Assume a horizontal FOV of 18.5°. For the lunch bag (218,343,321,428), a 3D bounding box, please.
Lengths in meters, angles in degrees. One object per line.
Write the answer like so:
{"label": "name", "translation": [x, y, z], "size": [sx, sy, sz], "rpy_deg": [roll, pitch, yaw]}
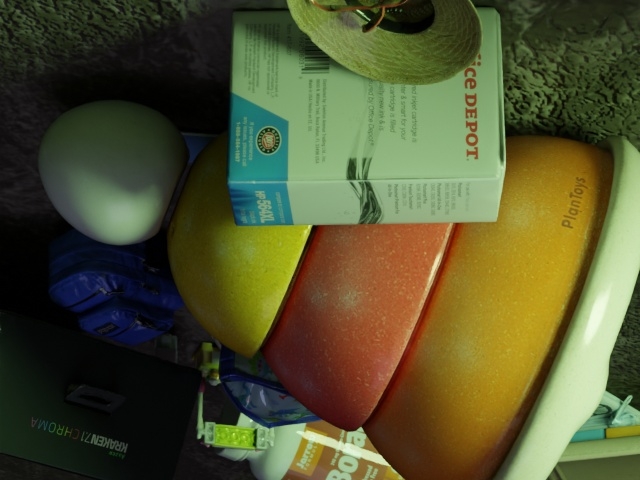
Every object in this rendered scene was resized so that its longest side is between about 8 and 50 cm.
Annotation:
{"label": "lunch bag", "translation": [-0.050, 0.100, 1.927], "size": [0.096, 0.129, 0.151], "rpy_deg": [-13, 151, 28]}

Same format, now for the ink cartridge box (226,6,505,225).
{"label": "ink cartridge box", "translation": [0.035, -0.092, 1.472], "size": [0.203, 0.148, 0.086], "rpy_deg": [0, 154, 3]}

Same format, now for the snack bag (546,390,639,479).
{"label": "snack bag", "translation": [0.235, 0.234, 2.330], "size": [0.323, 0.037, 0.342], "rpy_deg": [-15, 151, 33]}

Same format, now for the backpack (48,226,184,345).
{"label": "backpack", "translation": [-0.192, 0.038, 1.831], "size": [0.120, 0.101, 0.098], "rpy_deg": [25, 140, -38]}

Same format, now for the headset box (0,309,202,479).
{"label": "headset box", "translation": [-0.291, 0.146, 1.918], "size": [0.246, 0.131, 0.283], "rpy_deg": [21, 171, -36]}

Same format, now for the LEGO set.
{"label": "LEGO set", "translation": [-0.037, 0.160, 2.086], "size": [0.287, 0.107, 0.132], "rpy_deg": [-1, 156, 5]}

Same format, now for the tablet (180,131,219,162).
{"label": "tablet", "translation": [-0.106, -0.080, 1.678], "size": [0.083, 0.006, 0.054], "rpy_deg": [4, 155, -8]}

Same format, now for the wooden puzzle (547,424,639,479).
{"label": "wooden puzzle", "translation": [0.368, 0.250, 2.272], "size": [0.220, 0.044, 0.239], "rpy_deg": [-7, 161, 13]}

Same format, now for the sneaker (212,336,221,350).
{"label": "sneaker", "translation": [-0.078, 0.122, 2.010], "size": [0.040, 0.109, 0.044], "rpy_deg": [-40, -174, 1]}

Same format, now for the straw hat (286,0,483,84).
{"label": "straw hat", "translation": [0.052, -0.179, 1.385], "size": [0.144, 0.061, 0.144], "rpy_deg": [12, 146, 8]}

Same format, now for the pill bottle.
{"label": "pill bottle", "translation": [-0.004, 0.231, 2.208], "size": [0.216, 0.121, 0.121], "rpy_deg": [20, 151, -15]}

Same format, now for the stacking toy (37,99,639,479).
{"label": "stacking toy", "translation": [0.000, 0.000, 1.606], "size": [0.479, 0.351, 0.350], "rpy_deg": [23, 153, -3]}
